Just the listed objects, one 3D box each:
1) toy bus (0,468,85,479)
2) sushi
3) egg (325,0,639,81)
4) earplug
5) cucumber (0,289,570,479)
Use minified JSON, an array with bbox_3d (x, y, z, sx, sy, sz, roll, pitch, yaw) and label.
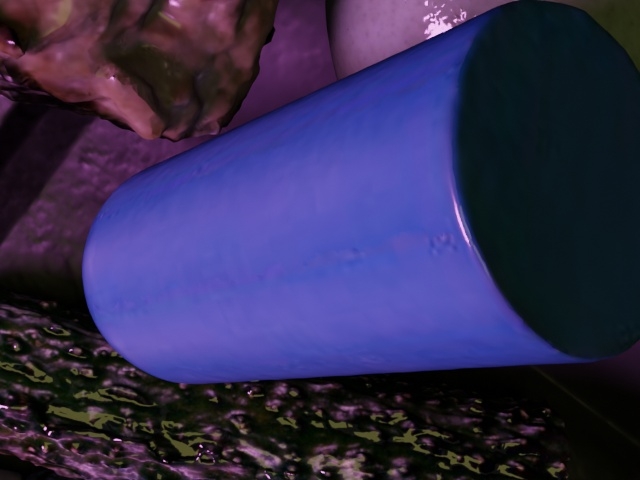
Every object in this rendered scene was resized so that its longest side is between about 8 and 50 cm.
[{"bbox_3d":[-0.085,0.205,0.735,0.276,0.165,0.134,12,98,-13],"label":"toy bus"},{"bbox_3d":[-0.093,-0.215,0.573,0.211,0.171,0.350,-9,116,-33],"label":"sushi"},{"bbox_3d":[0.095,-0.084,0.704,0.169,0.169,0.236,-29,105,-3],"label":"egg"},{"bbox_3d":[0.000,0.000,0.629,0.132,0.273,0.132,12,72,-41],"label":"earplug"},{"bbox_3d":[-0.052,0.094,0.754,0.359,0.096,0.096,13,99,-13],"label":"cucumber"}]
